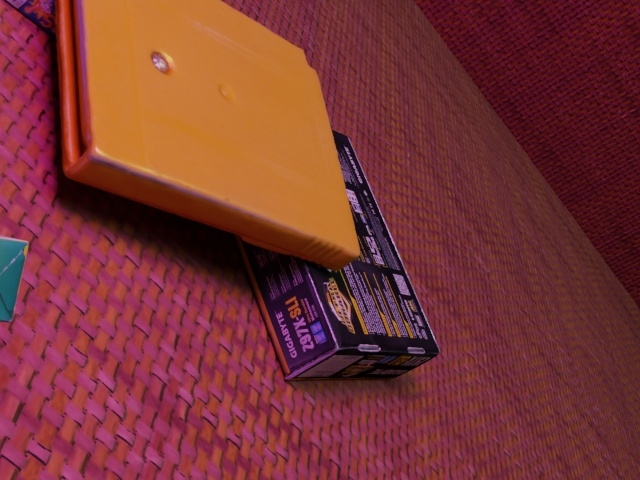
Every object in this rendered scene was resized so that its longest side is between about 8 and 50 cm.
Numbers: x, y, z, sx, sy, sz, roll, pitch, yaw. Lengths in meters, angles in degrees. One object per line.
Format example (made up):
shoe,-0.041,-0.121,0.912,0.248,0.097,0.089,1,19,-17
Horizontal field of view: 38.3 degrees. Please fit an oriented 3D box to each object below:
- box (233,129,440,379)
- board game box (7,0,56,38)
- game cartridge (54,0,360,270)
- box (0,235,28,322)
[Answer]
box,0.000,0.000,1.067,0.257,0.079,0.322,11,53,-57
board game box,-0.250,-0.273,0.943,0.136,0.035,0.201,39,30,-39
game cartridge,-0.108,-0.132,0.906,0.324,0.053,0.285,23,45,-43
box,-0.233,-0.001,0.396,0.105,0.179,0.043,17,86,-70
